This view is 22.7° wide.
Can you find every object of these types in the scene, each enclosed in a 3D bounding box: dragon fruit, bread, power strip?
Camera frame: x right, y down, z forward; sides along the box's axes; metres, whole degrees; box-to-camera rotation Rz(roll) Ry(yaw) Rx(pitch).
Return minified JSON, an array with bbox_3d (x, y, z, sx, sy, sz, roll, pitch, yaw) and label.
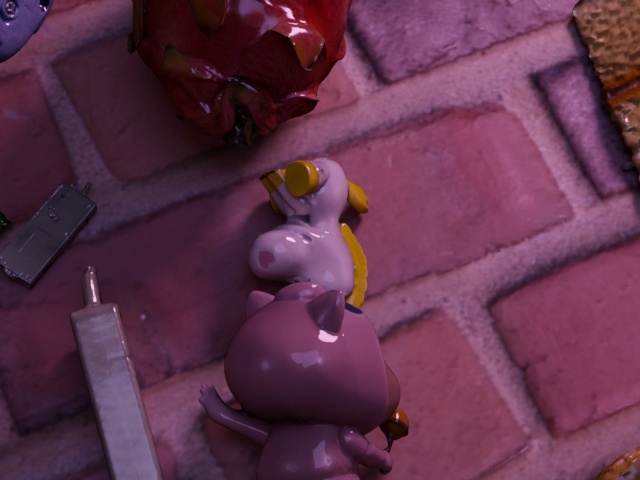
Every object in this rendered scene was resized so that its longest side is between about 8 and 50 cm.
[{"bbox_3d":[-0.079,-0.257,1.691,0.250,0.250,0.315,23,50,5],"label":"dragon fruit"},{"bbox_3d":[0.407,-0.196,1.769,0.141,0.178,0.266,-3,65,-41],"label":"bread"},{"bbox_3d":[-0.198,0.159,1.562,0.053,0.093,0.288,-15,68,-8],"label":"power strip"},{"bbox_3d":[-0.282,-0.010,1.670,0.051,0.019,0.136,32,67,11],"label":"power strip"}]

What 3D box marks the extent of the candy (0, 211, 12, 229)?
[{"bbox_3d":[-0.439,-0.024,1.634,0.203,0.078,0.141,-36,73,-13],"label":"candy"}]

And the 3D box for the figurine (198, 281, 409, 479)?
[{"bbox_3d":[-0.005,0.185,1.556,0.186,0.176,0.288,3,78,-49],"label":"figurine"}]

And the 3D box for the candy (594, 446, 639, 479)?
[{"bbox_3d":[0.362,0.315,1.533,0.259,0.118,0.260,1,71,-3],"label":"candy"}]

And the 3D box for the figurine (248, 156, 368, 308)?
[{"bbox_3d":[-0.007,0.001,1.656,0.129,0.109,0.178,15,67,-22],"label":"figurine"}]

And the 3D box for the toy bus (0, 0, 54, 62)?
[{"bbox_3d":[-0.430,-0.315,1.668,0.231,0.294,0.197,6,69,47],"label":"toy bus"}]
